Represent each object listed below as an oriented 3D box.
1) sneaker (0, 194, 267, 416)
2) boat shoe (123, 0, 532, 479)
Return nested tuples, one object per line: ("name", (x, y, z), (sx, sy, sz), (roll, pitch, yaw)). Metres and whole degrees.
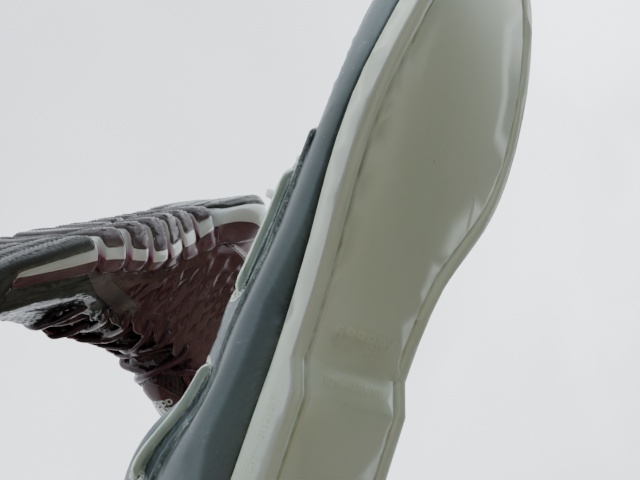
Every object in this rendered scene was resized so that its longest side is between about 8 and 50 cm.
("sneaker", (-0.123, 0.065, 1.125), (0.281, 0.106, 0.162), (-14, -82, -50))
("boat shoe", (0.000, 0.000, 0.744), (0.116, 0.099, 0.319), (30, -103, -50))
